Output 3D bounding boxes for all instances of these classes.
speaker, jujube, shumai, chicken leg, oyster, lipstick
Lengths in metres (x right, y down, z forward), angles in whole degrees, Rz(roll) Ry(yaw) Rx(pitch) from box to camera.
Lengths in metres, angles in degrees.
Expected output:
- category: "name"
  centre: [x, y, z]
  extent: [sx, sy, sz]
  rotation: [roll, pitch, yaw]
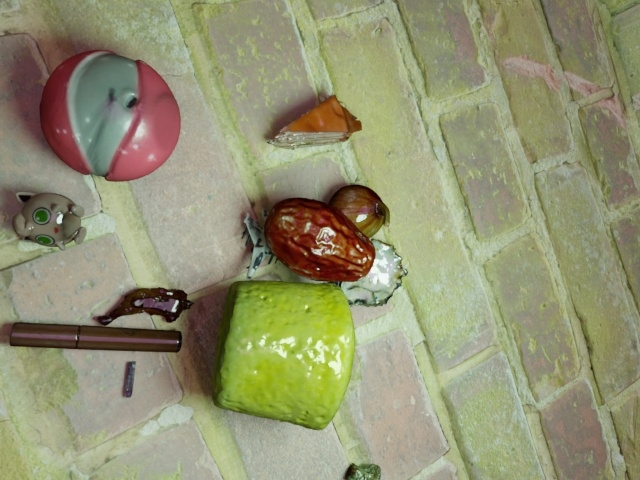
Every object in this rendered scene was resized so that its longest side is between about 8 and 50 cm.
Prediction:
- category: "speaker"
  centre: [-0.480, -0.283, 1.043]
  extent: [0.294, 0.294, 0.295]
  rotation: [2, 86, -23]
- category: "jujube"
  centre: [0.000, 0.000, 1.151]
  extent: [0.290, 0.197, 0.197]
  rotation: [27, 76, -14]
- category: "shumai"
  centre: [0.110, 0.680, 1.283]
  extent: [0.087, 0.099, 0.124]
  rotation: [26, 74, -3]
- category: "chicken leg"
  centre: [-0.419, 0.158, 1.107]
  extent: [0.218, 0.048, 0.090]
  rotation: [1, 83, -23]
- category: "oyster"
  centre: [0.136, 0.112, 1.333]
  extent: [0.259, 0.092, 0.198]
  rotation: [-43, 103, -29]
- category: "lipstick"
  centre: [-0.506, 0.227, 1.061]
  extent: [0.356, 0.057, 0.058]
  rotation: [8, 83, -23]

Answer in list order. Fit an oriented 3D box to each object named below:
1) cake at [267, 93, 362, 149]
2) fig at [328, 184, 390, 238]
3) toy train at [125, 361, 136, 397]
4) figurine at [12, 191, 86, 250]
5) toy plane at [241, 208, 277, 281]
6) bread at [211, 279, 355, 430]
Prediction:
- category: "cake"
  centre: [-0.024, -0.328, 1.288]
  extent: [0.287, 0.098, 0.135]
  rotation: [-20, 96, -28]
- category: "fig"
  centre: [0.122, -0.077, 1.265]
  extent: [0.175, 0.207, 0.175]
  rotation: [20, 64, -48]
- category: "toy train"
  centre: [-0.456, 0.333, 1.096]
  extent: [0.017, 0.017, 0.084]
  rotation: [7, 83, -21]
- category: "figurine"
  centre: [-0.594, -0.043, 1.006]
  extent: [0.137, 0.125, 0.125]
  rotation: [6, 84, -7]
- category: "toy plane"
  centre: [-0.157, 0.014, 1.212]
  extent: [0.160, 0.082, 0.234]
  rotation: [41, 60, -25]
- category: "bread"
  centre: [-0.097, 0.264, 1.089]
  extent: [0.307, 0.348, 0.349]
  rotation: [7, 84, -17]
